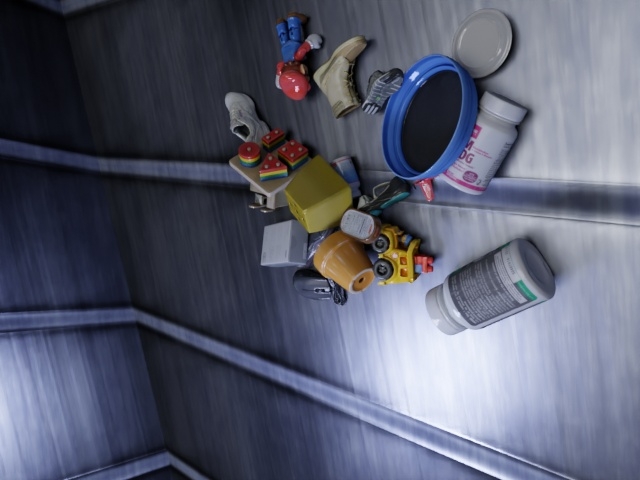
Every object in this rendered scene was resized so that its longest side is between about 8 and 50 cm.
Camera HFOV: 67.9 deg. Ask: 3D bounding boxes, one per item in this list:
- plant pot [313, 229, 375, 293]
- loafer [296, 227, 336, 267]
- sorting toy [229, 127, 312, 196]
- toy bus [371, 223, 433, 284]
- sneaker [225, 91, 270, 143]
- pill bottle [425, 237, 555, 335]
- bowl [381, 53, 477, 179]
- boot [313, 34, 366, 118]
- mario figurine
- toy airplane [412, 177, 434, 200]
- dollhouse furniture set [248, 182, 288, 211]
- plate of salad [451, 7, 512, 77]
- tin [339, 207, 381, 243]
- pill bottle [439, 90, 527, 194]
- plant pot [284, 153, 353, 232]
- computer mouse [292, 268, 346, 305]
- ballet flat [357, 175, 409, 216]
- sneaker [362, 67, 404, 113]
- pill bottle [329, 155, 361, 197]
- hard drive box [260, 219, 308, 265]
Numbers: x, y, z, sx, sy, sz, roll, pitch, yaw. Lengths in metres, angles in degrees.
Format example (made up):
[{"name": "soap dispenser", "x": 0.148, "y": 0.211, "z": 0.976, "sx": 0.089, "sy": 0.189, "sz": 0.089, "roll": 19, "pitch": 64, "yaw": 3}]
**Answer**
[{"name": "plant pot", "x": 0.109, "y": 0.094, "z": 1.803, "sx": 0.188, "sy": 0.205, "sz": 0.205, "roll": 48, "pitch": 127, "yaw": 37}, {"name": "loafer", "x": 0.000, "y": 0.000, "z": 1.985, "sx": 0.302, "sy": 0.095, "sz": 0.109, "roll": -53, "pitch": 37, "yaw": 29}, {"name": "sorting toy", "x": -0.199, "y": -0.337, "z": 1.932, "sx": 0.257, "sy": 0.255, "sz": 0.089, "roll": 40, "pitch": 153, "yaw": 25}, {"name": "toy bus", "x": 0.302, "y": 0.050, "z": 1.713, "sx": 0.212, "sy": 0.149, "sz": 0.220, "roll": -1, "pitch": 98, "yaw": 26}, {"name": "sneaker", "x": -0.344, "y": -0.541, "z": 2.076, "sx": 0.305, "sy": 0.152, "sz": 0.114, "roll": 53, "pitch": 129, "yaw": 18}, {"name": "pill bottle", "x": 0.525, "y": 0.160, "z": 1.509, "sx": 0.361, "sy": 0.204, "sz": 0.204, "roll": -37, "pitch": 77, "yaw": 38}, {"name": "bowl", "x": 0.338, "y": -0.383, "z": 1.513, "sx": 0.391, "sy": 0.077, "sz": 0.390, "roll": -22, "pitch": 64, "yaw": 58}, {"name": "boot", "x": 0.103, "y": -0.593, "z": 1.738, "sx": 0.262, "sy": 0.095, "sz": 0.203, "roll": -32, "pitch": 79, "yaw": 41}, {"name": "mario figurine", "x": -0.091, "y": -0.711, "z": 1.879, "sx": 0.198, "sy": 0.170, "sz": 0.320, "roll": 166, "pitch": 101, "yaw": -76}, {"name": "toy airplane", "x": 0.382, "y": -0.220, "z": 1.647, "sx": 0.151, "sy": 0.028, "sz": 0.151, "roll": 11, "pitch": 109, "yaw": 36}, {"name": "dollhouse furniture set", "x": -0.231, "y": -0.225, "z": 2.053, "sx": 0.242, "sy": 0.161, "sz": 0.212, "roll": 19, "pitch": 112, "yaw": 34}, {"name": "plate of salad", "x": 0.494, "y": -0.601, "z": 1.454, "sx": 0.200, "sy": 0.048, "sz": 0.199, "roll": 12, "pitch": 106, "yaw": 47}, {"name": "tin", "x": 0.141, "y": -0.055, "z": 1.720, "sx": 0.190, "sy": 0.040, "sz": 0.106, "roll": 25, "pitch": 100, "yaw": 49}, {"name": "pill bottle", "x": 0.494, "y": -0.297, "z": 1.452, "sx": 0.160, "sy": 0.160, "sz": 0.283, "roll": 38, "pitch": 121, "yaw": 26}, {"name": "plant pot", "x": -0.014, "y": -0.156, "z": 1.801, "sx": 0.212, "sy": 0.187, "sz": 0.212, "roll": 50, "pitch": 165, "yaw": 30}, {"name": "computer mouse", "x": -0.028, "y": 0.192, "z": 2.030, "sx": 0.272, "sy": 0.072, "sz": 0.188, "roll": 5, "pitch": 118, "yaw": 40}, {"name": "ballet flat", "x": 0.209, "y": -0.143, "z": 1.773, "sx": 0.280, "sy": 0.095, "sz": 0.096, "roll": -35, "pitch": 68, "yaw": 28}, {"name": "sneaker", "x": 0.209, "y": -0.550, "z": 1.634, "sx": 0.229, "sy": 0.086, "sz": 0.132, "roll": 141, "pitch": 138, "yaw": -60}, {"name": "pill bottle", "x": 0.101, "y": -0.238, "z": 1.831, "sx": 0.087, "sy": 0.087, "sz": 0.160, "roll": -22, "pitch": 86, "yaw": 40}, {"name": "hard drive box", "x": -0.155, "y": 0.018, "z": 2.029, "sx": 0.232, "sy": 0.089, "sz": 0.180, "roll": -8, "pitch": 75, "yaw": 54}]
